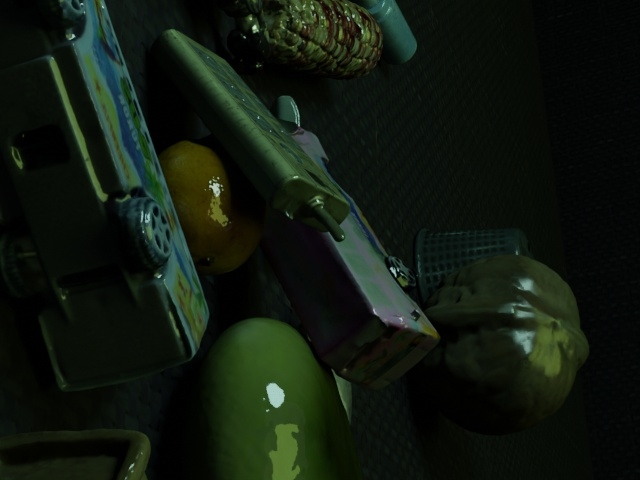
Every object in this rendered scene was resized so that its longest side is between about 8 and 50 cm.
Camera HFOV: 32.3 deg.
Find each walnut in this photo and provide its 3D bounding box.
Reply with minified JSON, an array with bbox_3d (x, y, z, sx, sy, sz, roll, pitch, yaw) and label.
[{"bbox_3d":[0.246,0.141,1.506,0.248,0.248,0.248,-12,90,-70],"label":"walnut"}]

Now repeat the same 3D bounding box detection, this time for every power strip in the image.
[{"bbox_3d":[-0.053,-0.084,0.920,0.092,0.034,0.268,26,20,-52],"label":"power strip"}]

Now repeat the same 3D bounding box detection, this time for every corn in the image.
[{"bbox_3d":[-0.007,-0.234,1.262,0.290,0.098,0.098,-14,92,-67],"label":"corn"}]

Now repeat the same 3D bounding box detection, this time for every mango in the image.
[{"bbox_3d":[-0.093,-0.030,0.922,0.115,0.089,0.165,67,17,-3],"label":"mango"}]

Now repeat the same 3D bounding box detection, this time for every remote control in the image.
[{"bbox_3d":[-0.039,-0.063,1.146,0.065,0.029,0.166,129,-39,-65],"label":"remote control"}]

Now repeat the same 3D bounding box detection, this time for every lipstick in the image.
[{"bbox_3d":[0.068,-0.344,1.570,0.274,0.061,0.068,45,40,-57],"label":"lipstick"}]

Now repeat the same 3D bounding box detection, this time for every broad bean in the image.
[{"bbox_3d":[-0.030,0.207,0.905,0.238,0.119,0.291,-7,85,-70],"label":"broad bean"}]

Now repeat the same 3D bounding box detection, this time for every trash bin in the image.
[{"bbox_3d":[0.242,0.051,1.682,0.175,0.161,0.175,-14,90,-70],"label":"trash bin"}]

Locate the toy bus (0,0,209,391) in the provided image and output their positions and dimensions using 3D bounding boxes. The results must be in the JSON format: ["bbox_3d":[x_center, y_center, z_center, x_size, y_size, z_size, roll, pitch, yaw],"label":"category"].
[{"bbox_3d":[-0.166,-0.075,0.720,0.136,0.109,0.329,-69,143,-72],"label":"toy bus"}]

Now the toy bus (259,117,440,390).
[{"bbox_3d":[-0.001,0.000,1.005,0.112,0.090,0.274,26,27,-52],"label":"toy bus"}]

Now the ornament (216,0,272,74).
[{"bbox_3d":[-0.064,-0.253,1.064,0.166,0.153,0.196,-70,152,-55],"label":"ornament"}]

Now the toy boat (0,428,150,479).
[{"bbox_3d":[-0.156,0.183,0.580,0.188,0.116,0.061,-71,150,-57],"label":"toy boat"}]

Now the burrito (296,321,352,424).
[{"bbox_3d":[0.000,0.189,1.092,0.082,0.059,0.275,42,40,-48],"label":"burrito"}]
